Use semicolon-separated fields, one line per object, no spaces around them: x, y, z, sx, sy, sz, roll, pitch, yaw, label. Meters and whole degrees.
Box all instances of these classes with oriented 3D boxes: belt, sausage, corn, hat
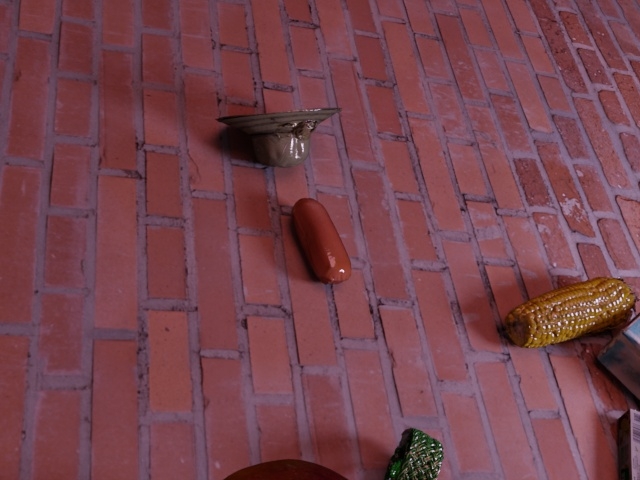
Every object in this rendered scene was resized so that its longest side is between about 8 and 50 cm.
0.152;0.362;1.346;0.079;0.121;0.151;25;7;0;belt
0.000;0.000;1.618;0.077;0.077;0.194;-7;56;-28;sausage
0.501;0.138;1.702;0.318;0.115;0.115;-10;58;-31;corn
-0.078;-0.199;1.710;0.252;0.252;0.109;-9;97;-30;hat

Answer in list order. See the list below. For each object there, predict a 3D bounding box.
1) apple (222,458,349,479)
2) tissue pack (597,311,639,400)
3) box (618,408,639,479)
-0.036;0.424;1.080;0.288;0.317;0.288;0;90;-39;apple
0.703;0.259;1.680;0.201;0.124;0.271;-29;67;-37;tissue pack
0.564;0.403;1.549;0.041;0.050;0.207;20;47;-3;box
